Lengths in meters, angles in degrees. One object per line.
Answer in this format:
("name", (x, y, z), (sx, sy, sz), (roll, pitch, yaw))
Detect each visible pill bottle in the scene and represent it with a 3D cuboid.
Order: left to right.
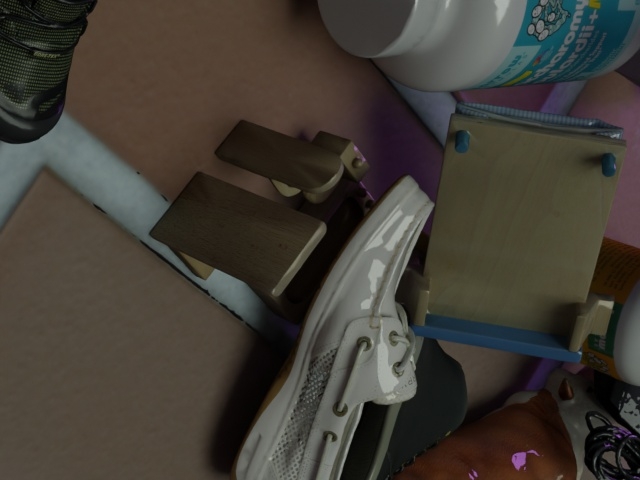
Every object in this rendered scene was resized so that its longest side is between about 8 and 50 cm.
("pill bottle", (0.122, -0.183, 0.922), (0.264, 0.146, 0.146), (-11, 115, -43))
("pill bottle", (0.265, 0.061, 1.131), (0.117, 0.208, 0.117), (-21, 122, -40))

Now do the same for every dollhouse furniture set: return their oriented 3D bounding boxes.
("dollhouse furniture set", (0.000, 0.000, 0.890), (0.144, 0.123, 0.151), (-54, 137, -15))
("dollhouse furniture set", (0.214, -0.076, 0.982), (0.198, 0.303, 0.286), (-76, 172, -55))

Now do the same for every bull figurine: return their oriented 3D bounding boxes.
("bull figurine", (0.174, 0.230, 1.165), (0.310, 0.101, 0.188), (-10, 70, -35))

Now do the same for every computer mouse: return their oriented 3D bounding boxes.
("computer mouse", (0.325, 0.121, 1.226), (0.188, 0.072, 0.272), (28, 51, -36))

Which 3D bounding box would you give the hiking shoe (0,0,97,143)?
("hiking shoe", (-0.146, -0.156, 0.675), (0.086, 0.114, 0.227), (-8, 113, -44))

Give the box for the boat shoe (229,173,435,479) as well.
("boat shoe", (0.031, 0.086, 0.941), (0.277, 0.096, 0.098), (-65, 167, 16))

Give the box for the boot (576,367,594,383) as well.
("boot", (0.274, 0.189, 1.331), (0.118, 0.042, 0.087), (-29, 132, -34))

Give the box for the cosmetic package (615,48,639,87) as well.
("cosmetic package", (0.365, -0.328, 1.061), (0.217, 0.156, 0.385), (-9, 116, -16))

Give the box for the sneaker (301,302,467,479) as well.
("sneaker", (0.054, 0.174, 1.039), (0.118, 0.083, 0.222), (41, 70, -43))
